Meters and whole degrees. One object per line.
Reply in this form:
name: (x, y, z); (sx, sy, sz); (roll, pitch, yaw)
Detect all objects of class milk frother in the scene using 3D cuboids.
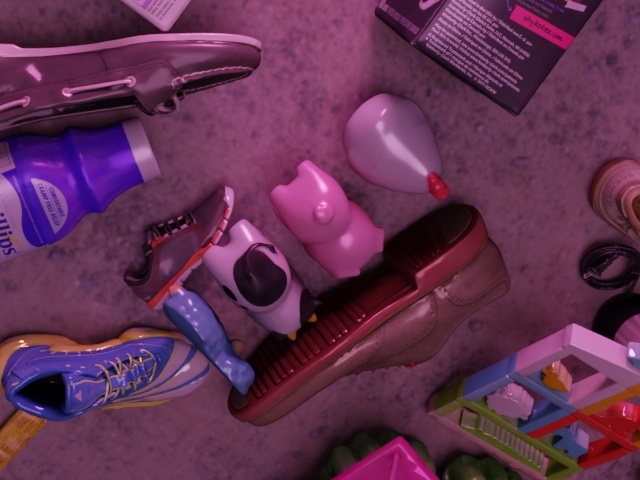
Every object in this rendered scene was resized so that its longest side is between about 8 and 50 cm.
milk frother: (0.359, 0.089, 1.780); (0.143, 0.135, 0.129); (29, 99, -20)

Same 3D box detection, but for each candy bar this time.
candy bar: (-0.354, 0.232, 1.729); (0.040, 0.018, 0.161); (41, 97, -18)

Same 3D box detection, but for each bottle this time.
bottle: (-0.305, -0.047, 1.601); (0.283, 0.092, 0.118); (-20, 125, -6)

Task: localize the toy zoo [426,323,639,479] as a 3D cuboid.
toy zoo: (0.281, 0.181, 1.750); (0.192, 0.030, 0.293); (32, 141, -21)

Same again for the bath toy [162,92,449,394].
bath toy: (0.000, 0.000, 1.668); (0.348, 0.151, 0.129); (-45, 76, 0)

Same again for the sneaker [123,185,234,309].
sneaker: (-0.152, 0.000, 1.675); (0.065, 0.061, 0.158); (35, 98, -15)

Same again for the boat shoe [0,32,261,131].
boat shoe: (-0.224, -0.147, 1.568); (0.335, 0.112, 0.095); (-4, 85, -4)

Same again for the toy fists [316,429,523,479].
toy fists: (0.125, 0.308, 1.825); (0.279, 0.096, 0.142); (17, 103, -16)

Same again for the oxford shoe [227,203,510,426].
oxford shoe: (0.060, 0.111, 1.730); (0.348, 0.123, 0.130); (-35, 118, 2)

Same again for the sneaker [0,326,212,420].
sneaker: (-0.229, 0.154, 1.673); (0.240, 0.126, 0.091); (-2, 109, -12)

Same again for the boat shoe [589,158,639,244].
boat shoe: (0.432, 0.007, 1.793); (0.285, 0.089, 0.104); (26, 101, -20)

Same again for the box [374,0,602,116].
box: (0.201, -0.287, 1.596); (0.143, 0.165, 0.270); (33, 98, -21)

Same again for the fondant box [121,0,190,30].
fondant box: (-0.212, -0.394, 1.503); (0.330, 0.096, 0.238); (35, 98, -22)

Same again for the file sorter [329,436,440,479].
file sorter: (0.027, 0.398, 1.704); (0.291, 0.182, 0.202); (-35, 104, 22)
